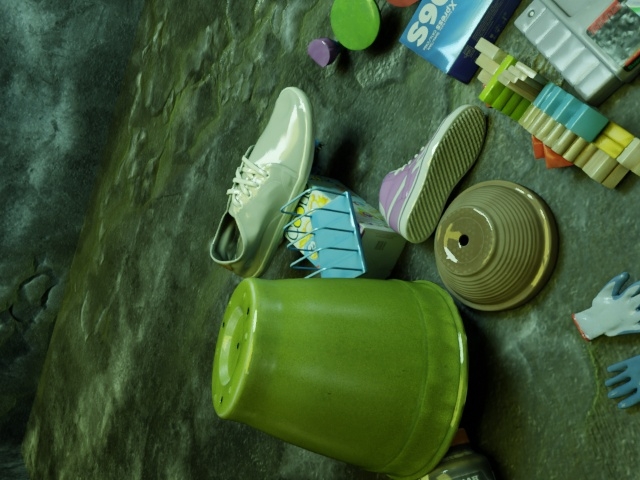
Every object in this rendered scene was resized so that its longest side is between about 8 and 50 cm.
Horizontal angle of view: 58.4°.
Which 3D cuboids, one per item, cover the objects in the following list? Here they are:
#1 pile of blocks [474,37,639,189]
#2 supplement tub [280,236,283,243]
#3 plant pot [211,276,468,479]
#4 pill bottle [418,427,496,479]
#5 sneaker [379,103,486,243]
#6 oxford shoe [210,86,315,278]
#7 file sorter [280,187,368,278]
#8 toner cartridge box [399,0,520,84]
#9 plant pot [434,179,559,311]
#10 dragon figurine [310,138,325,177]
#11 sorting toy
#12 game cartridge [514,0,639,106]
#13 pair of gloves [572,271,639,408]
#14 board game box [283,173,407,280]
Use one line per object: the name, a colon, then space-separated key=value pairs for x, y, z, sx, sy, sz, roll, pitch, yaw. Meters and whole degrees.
pile of blocks: x=0.356 y=-0.197 z=0.928 sx=0.113 sy=0.148 sz=0.362 roll=-58 pitch=48 yaw=24
supplement tub: x=-0.143 y=-0.038 z=1.515 sx=0.071 sy=0.070 sz=0.107 roll=-44 pitch=54 yaw=35
plant pot: x=0.005 y=0.216 z=1.017 sx=0.366 sy=0.352 sz=0.367 roll=-166 pitch=90 yaw=-70
pill bottle: x=0.243 y=0.449 z=0.965 sx=0.130 sy=0.130 sz=0.246 roll=-38 pitch=58 yaw=38
sneaker: x=0.201 y=-0.151 z=1.134 sx=0.282 sy=0.102 sz=0.161 roll=-60 pitch=31 yaw=11
oxford shoe: x=-0.131 y=-0.118 z=1.258 sx=0.169 sy=0.130 sz=0.450 roll=40 pitch=114 yaw=48
file sorter: x=0.000 y=0.000 z=1.110 sx=0.118 sy=0.104 sz=0.171 roll=-30 pitch=64 yaw=43
toner cartridge box: x=0.306 y=-0.494 z=1.086 sx=0.165 sy=0.075 sz=0.348 roll=50 pitch=120 yaw=39
plant pot: x=0.282 y=0.004 z=1.009 sx=0.237 sy=0.109 sz=0.238 roll=-12 pitch=74 yaw=47
dragon figurine: x=-0.070 y=-0.211 z=1.406 sx=0.085 sy=0.143 sz=0.290 roll=-16 pitch=72 yaw=45
sorting toy: x=0.122 y=-0.516 z=1.278 sx=0.365 sy=0.126 sz=0.127 roll=-30 pitch=95 yaw=46
game cartridge: x=0.495 y=-0.408 z=0.878 sx=0.355 sy=0.068 sz=0.230 roll=-48 pitch=48 yaw=32
pair of gloves: x=0.459 y=0.152 z=0.830 sx=0.159 sy=0.023 sz=0.198 roll=-52 pitch=49 yaw=50
board game box: x=0.035 y=-0.026 z=1.261 sx=0.275 sy=0.144 sz=0.142 roll=43 pitch=116 yaw=43
